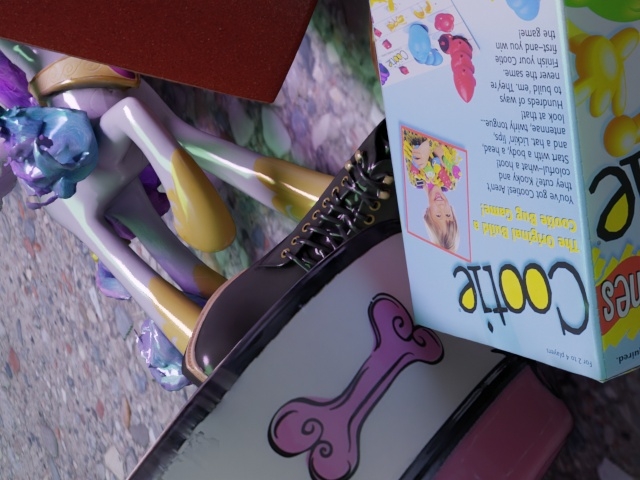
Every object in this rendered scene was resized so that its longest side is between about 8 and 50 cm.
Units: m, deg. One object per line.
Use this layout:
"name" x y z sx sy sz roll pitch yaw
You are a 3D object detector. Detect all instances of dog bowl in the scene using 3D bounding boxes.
"dog bowl" -0.012 0.195 0.896 0.150 0.408 0.408 35 140 12

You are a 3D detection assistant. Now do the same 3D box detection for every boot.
"boot" 0.000 0.000 0.951 0.077 0.198 0.137 35 137 10

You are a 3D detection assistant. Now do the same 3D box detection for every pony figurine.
"pony figurine" -0.173 -0.057 1.181 0.363 0.303 0.351 43 144 9

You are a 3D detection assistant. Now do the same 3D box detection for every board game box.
"board game box" 0.120 -0.098 0.738 0.144 0.142 0.275 15 117 57

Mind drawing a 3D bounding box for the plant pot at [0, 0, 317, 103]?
"plant pot" -0.120 -0.269 0.935 0.236 0.267 0.267 -55 53 22

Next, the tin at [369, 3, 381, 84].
"tin" 0.076 -0.151 0.828 0.040 0.106 0.189 23 126 45
